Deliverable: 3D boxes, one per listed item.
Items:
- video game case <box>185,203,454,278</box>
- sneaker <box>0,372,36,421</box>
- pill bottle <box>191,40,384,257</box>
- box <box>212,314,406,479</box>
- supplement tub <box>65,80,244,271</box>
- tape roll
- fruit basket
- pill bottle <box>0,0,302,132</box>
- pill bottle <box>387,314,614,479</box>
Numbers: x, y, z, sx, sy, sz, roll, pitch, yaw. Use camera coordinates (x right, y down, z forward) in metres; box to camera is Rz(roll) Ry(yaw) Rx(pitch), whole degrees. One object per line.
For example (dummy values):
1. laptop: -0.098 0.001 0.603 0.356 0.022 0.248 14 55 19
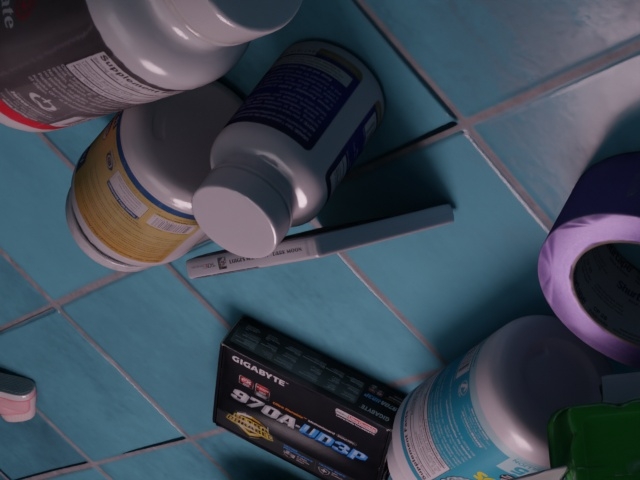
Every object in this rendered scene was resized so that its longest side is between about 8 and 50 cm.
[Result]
1. video game case: 0.000 0.000 1.414 0.173 0.190 0.022 -11 93 44
2. sneaker: -0.450 0.212 2.106 0.134 0.051 0.070 15 135 17
3. pill bottle: -0.031 -0.077 1.332 0.112 0.187 0.112 21 142 18
4. box: -0.014 0.197 1.749 0.220 0.051 0.175 26 143 12
5. supplement tub: -0.157 -0.061 1.486 0.144 0.144 0.199 41 143 -9
6. tape roll: 0.285 0.022 1.292 0.189 0.080 0.189 21 143 17
7. fruit basket: 0.321 0.211 1.323 0.327 0.165 0.353 -8 165 13
8. pill bottle: -0.166 -0.204 1.302 0.318 0.176 0.176 -11 125 44
9. pill bottle: 0.167 0.184 1.514 0.146 0.146 0.264 38 145 -5
